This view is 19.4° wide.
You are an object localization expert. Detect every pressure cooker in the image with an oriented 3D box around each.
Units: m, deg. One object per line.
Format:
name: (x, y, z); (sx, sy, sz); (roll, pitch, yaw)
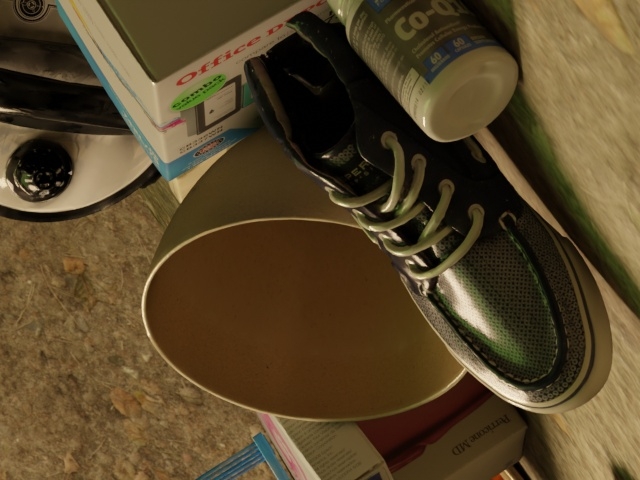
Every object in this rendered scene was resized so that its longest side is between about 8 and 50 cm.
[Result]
pressure cooker: (-0.336, -0.219, 2.224); (0.375, 0.370, 0.420); (59, 175, -28)

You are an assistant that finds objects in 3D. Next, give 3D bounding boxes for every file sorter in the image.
file sorter: (-0.069, 0.285, 1.954); (0.118, 0.104, 0.170); (58, 175, 11)

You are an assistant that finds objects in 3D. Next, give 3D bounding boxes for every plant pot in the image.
plant pot: (0.000, 0.000, 1.615); (0.284, 0.284, 0.191); (69, -159, -47)

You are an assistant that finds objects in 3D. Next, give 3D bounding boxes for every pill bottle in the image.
pill bottle: (0.066, -0.138, 1.271); (0.137, 0.078, 0.078); (52, 169, 32)

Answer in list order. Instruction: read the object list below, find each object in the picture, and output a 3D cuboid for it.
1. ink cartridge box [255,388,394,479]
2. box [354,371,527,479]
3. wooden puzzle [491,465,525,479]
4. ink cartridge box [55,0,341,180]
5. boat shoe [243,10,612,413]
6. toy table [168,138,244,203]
ink cartridge box: (-0.004, 0.208, 1.852); (0.330, 0.071, 0.324); (50, 170, 40)
box: (0.083, 0.149, 1.881); (0.232, 0.148, 0.127); (54, 171, 20)
wooden puzzle: (0.176, 0.256, 2.067); (0.238, 0.044, 0.221); (56, 171, 16)
ink cartridge box: (-0.099, -0.209, 1.533); (0.197, 0.198, 0.270); (57, 171, 11)
boat shoe: (0.067, -0.019, 1.335); (0.340, 0.127, 0.158); (55, -156, 22)
toy table: (-0.085, -0.127, 1.849); (0.252, 0.161, 0.274); (53, 168, 31)
